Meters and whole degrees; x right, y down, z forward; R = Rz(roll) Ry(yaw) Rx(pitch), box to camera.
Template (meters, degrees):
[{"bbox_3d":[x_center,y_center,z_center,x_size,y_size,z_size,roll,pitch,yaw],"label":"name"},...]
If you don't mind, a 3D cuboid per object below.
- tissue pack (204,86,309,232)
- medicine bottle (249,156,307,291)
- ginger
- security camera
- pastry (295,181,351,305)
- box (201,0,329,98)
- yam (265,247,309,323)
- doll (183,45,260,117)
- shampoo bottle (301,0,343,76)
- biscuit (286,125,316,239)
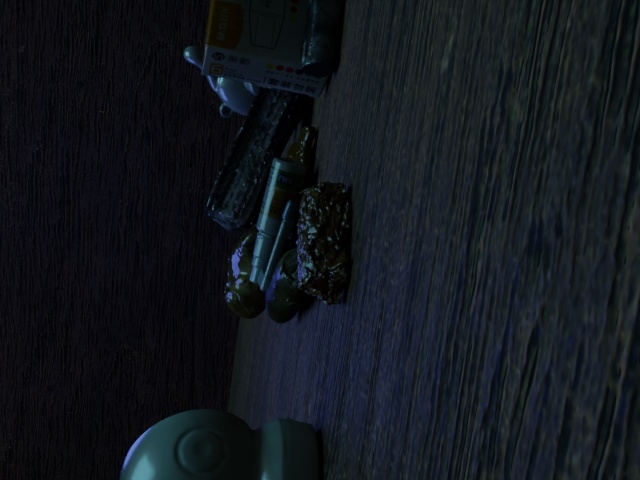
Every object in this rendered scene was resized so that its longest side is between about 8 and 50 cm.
[{"bbox_3d":[-0.124,-0.176,1.720,0.245,0.123,0.332,126,169,-85],"label":"tissue pack"},{"bbox_3d":[-0.074,-0.026,1.421,0.092,0.061,0.221,-132,55,-68],"label":"medicine bottle"},{"bbox_3d":[-0.114,0.037,1.635,0.270,0.123,0.219,128,165,-66],"label":"ginger"},{"bbox_3d":[-0.127,0.307,1.019,0.194,0.236,0.195,-175,90,-83],"label":"security camera"},{"bbox_3d":[-0.001,0.002,1.008,0.087,0.063,0.169,109,167,-49],"label":"pastry"},{"bbox_3d":[-0.082,-0.396,1.435,0.091,0.220,0.274,122,152,-65],"label":"box"},{"bbox_3d":[-0.049,0.074,1.301,0.071,0.067,0.317,-53,-3,-17],"label":"yam"},{"bbox_3d":[-0.117,-0.357,1.882,0.159,0.242,0.311,30,156,56],"label":"doll"},{"bbox_3d":[0.004,-0.368,1.339,0.057,0.063,0.208,149,129,-66],"label":"shampoo bottle"},{"bbox_3d":[-0.038,-0.095,1.497,0.138,0.031,0.205,134,144,-59],"label":"biscuit"}]
